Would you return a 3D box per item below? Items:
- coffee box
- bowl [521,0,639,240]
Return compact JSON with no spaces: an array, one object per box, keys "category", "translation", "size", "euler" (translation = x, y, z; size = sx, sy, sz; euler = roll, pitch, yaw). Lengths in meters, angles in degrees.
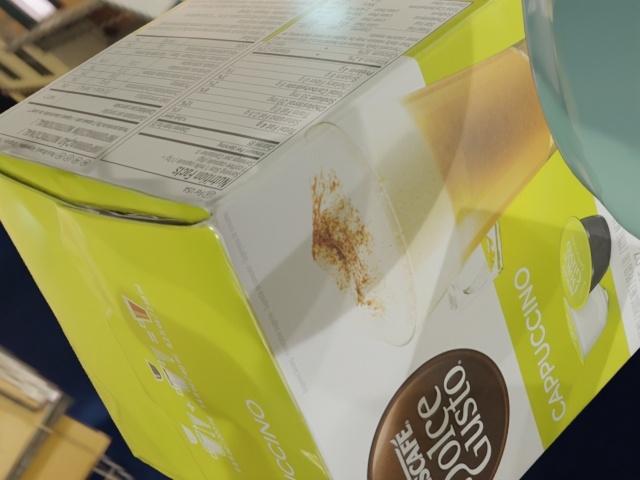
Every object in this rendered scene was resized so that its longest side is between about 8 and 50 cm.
[{"category":"coffee box","translation":[0.000,0.000,0.877],"size":[0.334,0.337,0.338],"euler":[-39,-147,-28]},{"category":"bowl","translation":[0.198,-0.111,0.503],"size":[0.163,0.311,0.311],"euler":[-1,-122,35]}]
